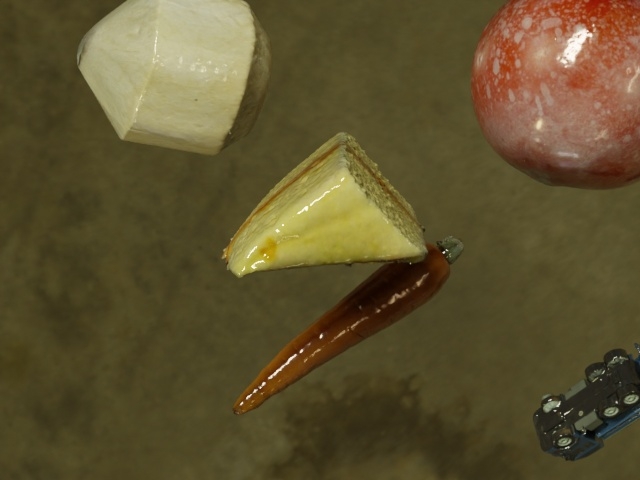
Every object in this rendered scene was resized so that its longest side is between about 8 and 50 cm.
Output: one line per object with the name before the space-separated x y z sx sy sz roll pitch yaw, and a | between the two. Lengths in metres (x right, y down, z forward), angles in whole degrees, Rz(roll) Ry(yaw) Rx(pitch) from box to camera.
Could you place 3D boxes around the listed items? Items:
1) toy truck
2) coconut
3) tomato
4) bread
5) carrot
toy truck | 0.366 0.201 1.682 0.201 0.088 0.074 -41 41 28
coconut | -0.177 -0.208 1.584 0.222 0.202 0.202 10 106 -19
tomato | 0.299 -0.172 1.533 0.270 0.270 0.227 22 86 21
bread | 0.000 0.000 1.364 0.178 0.240 0.135 -39 100 8
carrot | 0.031 0.095 1.545 0.336 0.069 0.069 -34 81 -8
